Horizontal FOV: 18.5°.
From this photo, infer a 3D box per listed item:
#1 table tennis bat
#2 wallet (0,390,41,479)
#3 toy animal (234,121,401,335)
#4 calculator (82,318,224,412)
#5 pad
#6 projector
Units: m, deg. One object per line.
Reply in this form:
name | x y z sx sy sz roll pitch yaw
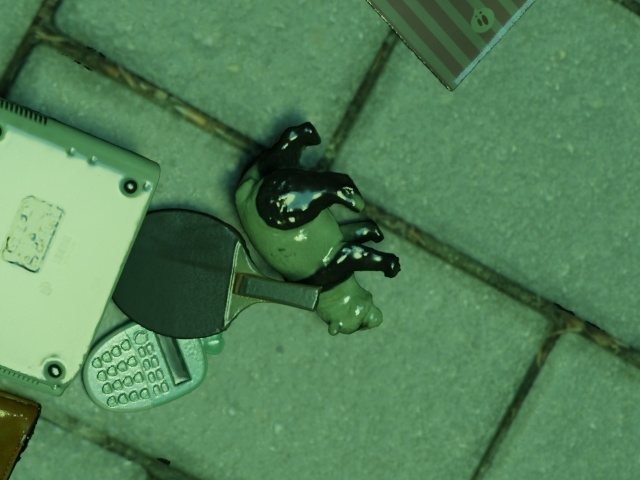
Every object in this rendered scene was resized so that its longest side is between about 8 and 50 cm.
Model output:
table tennis bat | -0.109 0.040 1.973 0.220 0.019 0.130 11 95 4
wallet | -0.387 0.226 1.945 0.161 0.042 0.195 23 89 -26
toy animal | 0.000 0.000 2.010 0.121 0.094 0.225 -33 119 1
calculator | -0.169 0.122 2.008 0.153 0.021 0.095 -24 107 -13
pad | 0.173 -0.331 2.056 0.300 0.005 0.202 -47 110 -6
projector | -0.295 0.001 1.898 0.198 0.108 0.250 23 92 -20
